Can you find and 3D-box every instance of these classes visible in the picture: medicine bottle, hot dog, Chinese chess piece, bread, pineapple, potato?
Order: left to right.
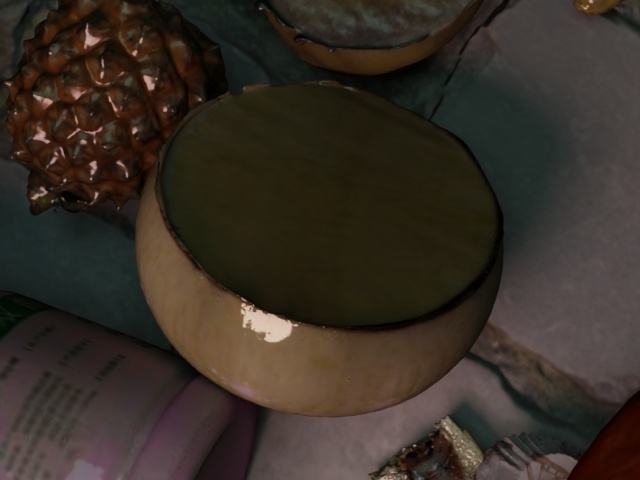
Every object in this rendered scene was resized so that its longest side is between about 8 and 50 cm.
[{"bbox_3d":[-0.229,0.144,0.886,0.325,0.212,0.212,20,84,13],"label":"medicine bottle"},{"bbox_3d":[-0.166,-0.098,0.940,0.166,0.166,0.193,37,94,13],"label":"pineapple"},{"bbox_3d":[0.000,0.000,0.864,0.257,0.104,0.257,8,45,-8],"label":"Chinese chess piece"},{"bbox_3d":[0.072,-0.216,0.953,0.138,0.098,0.243,43,83,10],"label":"potato"},{"bbox_3d":[0.086,0.179,0.917,0.083,0.035,0.070,-36,79,-1],"label":"bread"},{"bbox_3d":[0.123,0.225,0.883,0.099,0.053,0.192,28,91,-14],"label":"hot dog"}]

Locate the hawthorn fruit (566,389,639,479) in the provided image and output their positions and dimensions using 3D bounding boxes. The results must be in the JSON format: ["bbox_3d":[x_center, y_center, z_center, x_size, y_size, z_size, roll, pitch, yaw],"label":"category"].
[{"bbox_3d":[0.272,0.201,0.774,0.265,0.265,0.307,21,81,12],"label":"hawthorn fruit"}]

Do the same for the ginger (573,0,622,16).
[{"bbox_3d":[0.269,-0.310,0.951,0.118,0.065,0.299,42,92,-5],"label":"ginger"}]
